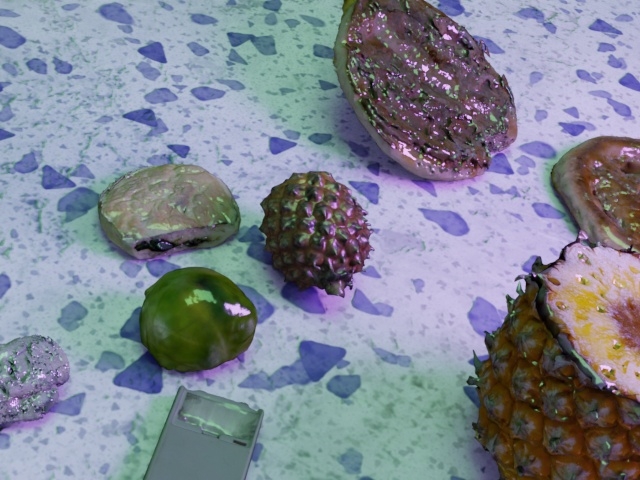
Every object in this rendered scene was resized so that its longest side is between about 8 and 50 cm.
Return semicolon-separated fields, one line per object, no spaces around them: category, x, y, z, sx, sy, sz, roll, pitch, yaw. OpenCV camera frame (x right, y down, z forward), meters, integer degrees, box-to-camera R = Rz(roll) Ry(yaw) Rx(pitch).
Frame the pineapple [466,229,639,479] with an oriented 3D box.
pineapple;0.359;0.195;1.450;0.353;0.300;0.352;8;41;-7

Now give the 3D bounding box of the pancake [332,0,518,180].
pancake;0.184;-0.263;1.988;0.382;0.071;0.382;16;57;-25

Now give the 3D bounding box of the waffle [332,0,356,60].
waffle;0.101;-0.437;2.161;0.055;0.160;0.211;25;42;16

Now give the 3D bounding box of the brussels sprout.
brussels sprout;-0.163;0.093;1.535;0.152;0.122;0.149;-26;59;-36

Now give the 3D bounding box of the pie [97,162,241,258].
pie;-0.229;-0.055;1.728;0.218;0.052;0.185;-11;50;-24

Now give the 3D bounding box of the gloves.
gloves;-0.383;0.172;1.421;0.153;0.070;0.114;-13;49;-31

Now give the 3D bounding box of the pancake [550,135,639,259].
pancake;0.570;-0.070;1.978;0.356;0.065;0.356;6;40;-5

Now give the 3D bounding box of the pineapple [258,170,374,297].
pineapple;0.000;0.000;1.672;0.166;0.166;0.193;-7;63;-24

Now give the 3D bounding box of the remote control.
remote control;-0.153;0.293;1.390;0.123;0.038;0.285;16;40;-2
